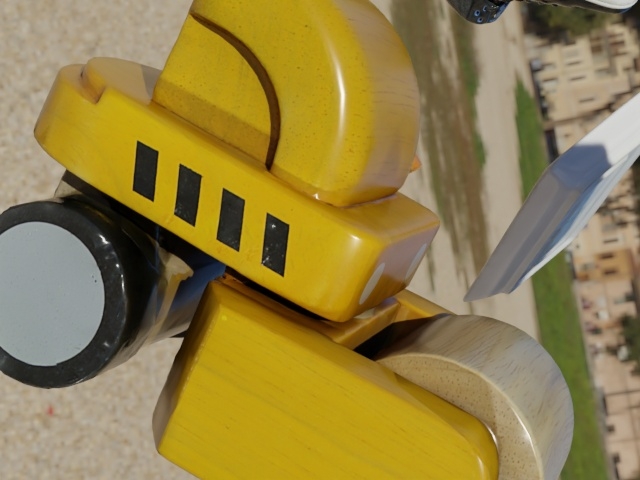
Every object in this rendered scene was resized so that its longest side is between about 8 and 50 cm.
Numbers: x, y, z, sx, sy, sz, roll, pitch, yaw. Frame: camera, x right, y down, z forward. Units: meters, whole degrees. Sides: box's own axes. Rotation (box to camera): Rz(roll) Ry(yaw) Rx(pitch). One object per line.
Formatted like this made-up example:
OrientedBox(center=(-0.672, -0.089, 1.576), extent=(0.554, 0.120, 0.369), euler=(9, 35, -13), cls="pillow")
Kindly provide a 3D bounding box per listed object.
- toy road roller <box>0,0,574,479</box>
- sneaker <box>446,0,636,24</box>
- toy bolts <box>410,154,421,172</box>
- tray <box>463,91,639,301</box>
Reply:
OrientedBox(center=(0.002, -0.003, 0.637), extent=(0.241, 0.329, 0.202), euler=(-64, 167, 13), cls="toy road roller")
OrientedBox(center=(0.199, -0.247, 1.167), extent=(0.079, 0.216, 0.121), euler=(-46, 156, -30), cls="sneaker")
OrientedBox(center=(0.000, 0.000, 1.191), extent=(0.218, 0.228, 0.159), euler=(-157, -129, -74), cls="toy bolts")
OrientedBox(center=(0.209, -0.030, 1.036), extent=(0.030, 0.145, 0.270), euler=(48, -22, 14), cls="tray")
